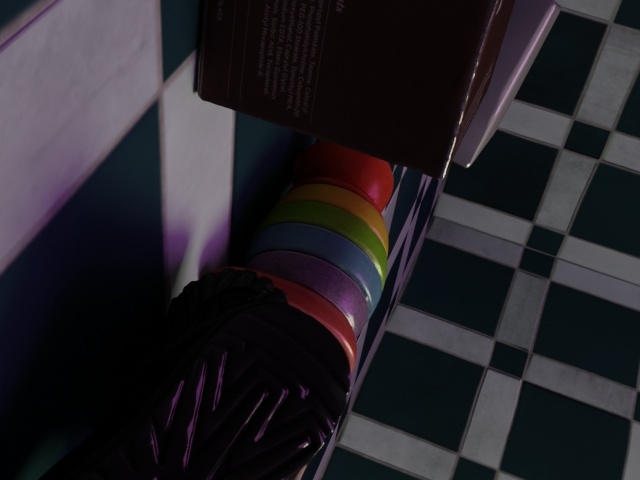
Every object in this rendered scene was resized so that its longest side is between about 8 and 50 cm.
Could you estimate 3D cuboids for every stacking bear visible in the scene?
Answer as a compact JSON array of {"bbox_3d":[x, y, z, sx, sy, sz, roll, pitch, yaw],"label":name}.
[{"bbox_3d":[0.000,0.000,0.964,0.175,0.164,0.289,96,12,-52],"label":"stacking bear"}]

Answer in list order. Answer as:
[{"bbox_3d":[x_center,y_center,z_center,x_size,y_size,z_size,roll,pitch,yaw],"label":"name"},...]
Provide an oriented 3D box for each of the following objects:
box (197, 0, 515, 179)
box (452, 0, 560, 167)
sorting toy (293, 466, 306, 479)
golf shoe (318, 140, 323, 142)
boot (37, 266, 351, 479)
[{"bbox_3d":[0.036,-0.181,0.660,0.168,0.203,0.167,-57,163,-51],"label":"box"},{"bbox_3d":[0.122,-0.222,0.939,0.168,0.215,0.345,-65,171,19],"label":"box"},{"bbox_3d":[-0.088,0.199,0.786,0.208,0.193,0.038,-54,127,-53],"label":"sorting toy"},{"bbox_3d":[0.043,-0.125,1.124,0.069,0.086,0.176,-46,155,-70],"label":"golf shoe"},{"bbox_3d":[-0.131,0.167,0.651,0.348,0.131,0.260,-42,-168,-10],"label":"boot"}]
